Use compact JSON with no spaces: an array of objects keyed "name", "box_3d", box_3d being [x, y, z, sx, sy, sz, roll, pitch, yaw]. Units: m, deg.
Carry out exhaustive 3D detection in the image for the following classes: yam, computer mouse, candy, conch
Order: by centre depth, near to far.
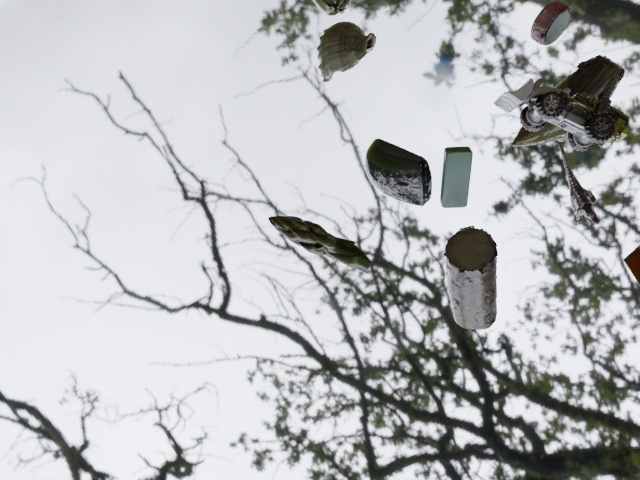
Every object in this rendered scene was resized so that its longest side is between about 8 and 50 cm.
[{"name":"candy","box_3d":[0.520,-0.490,1.588,0.103,0.103,0.043,-34,-118,-19]},{"name":"conch","box_3d":[0.062,-0.437,1.648,0.207,0.130,0.155,17,-91,54]},{"name":"yam","box_3d":[0.362,0.101,1.682,0.131,0.279,0.131,-7,-132,8]},{"name":"computer mouse","box_3d":[0.226,-0.210,2.208,0.100,0.170,0.269,-37,-137,-24]}]

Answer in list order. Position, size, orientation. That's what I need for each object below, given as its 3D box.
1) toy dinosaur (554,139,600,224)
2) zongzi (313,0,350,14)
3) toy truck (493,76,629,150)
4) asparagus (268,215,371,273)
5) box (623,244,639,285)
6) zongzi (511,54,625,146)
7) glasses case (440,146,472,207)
[{"name":"toy dinosaur","box_3d":[0.751,-0.146,2.042,0.072,0.200,0.251,-13,-115,23]},{"name":"zongzi","box_3d":[0.040,-0.594,1.474,0.204,0.204,0.094,-40,172,16]},{"name":"toy truck","box_3d":[0.535,-0.287,1.556,0.136,0.286,0.111,122,-8,-85]},{"name":"asparagus","box_3d":[0.000,0.000,1.781,0.287,0.080,0.080,22,-141,2]},{"name":"box","box_3d":[0.744,0.011,1.307,0.313,0.089,0.197,-52,-148,31]},{"name":"zongzi","box_3d":[0.721,-0.399,2.063,0.318,0.289,0.154,-25,-117,-43]},{"name":"glasses case","box_3d":[0.392,-0.182,2.039,0.078,0.184,0.039,-2,-147,-2]}]
